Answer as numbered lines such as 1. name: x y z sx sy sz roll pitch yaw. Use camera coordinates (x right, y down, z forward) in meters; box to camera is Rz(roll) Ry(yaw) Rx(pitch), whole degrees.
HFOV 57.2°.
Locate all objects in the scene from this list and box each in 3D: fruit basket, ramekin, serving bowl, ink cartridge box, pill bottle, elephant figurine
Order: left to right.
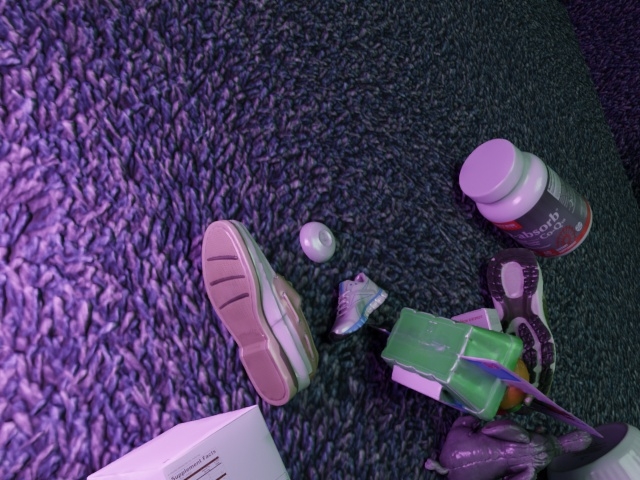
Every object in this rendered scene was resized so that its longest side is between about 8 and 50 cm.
1. serving bowl: 0.000 0.000 1.133 0.083 0.027 0.083 22 56 -36
2. fruit basket: 0.298 0.269 1.109 0.353 0.327 0.165 40 74 -29
3. ink cartridge box: 0.361 0.229 1.324 0.056 0.099 0.135 6 67 -43
4. elephant figurine: 0.364 0.408 1.135 0.169 0.239 0.186 51 45 -16
5. pill bottle: 0.557 -0.113 1.602 0.363 0.210 0.210 29 52 -31
6. ramekin: 0.652 0.531 1.355 0.273 0.273 0.127 -22 75 -48

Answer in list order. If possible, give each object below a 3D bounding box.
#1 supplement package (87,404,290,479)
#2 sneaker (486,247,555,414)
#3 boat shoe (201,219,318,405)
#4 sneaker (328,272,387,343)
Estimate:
1. supplement package: -0.140 0.335 0.709 0.149 0.194 0.203 -21 87 -48
2. sneaker: 0.514 0.231 1.458 0.182 0.158 0.410 40 50 -48
3. boat shoe: -0.094 0.104 0.939 0.103 0.113 0.302 -27 101 -49
4. sneaker: 0.054 0.122 1.107 0.083 0.071 0.191 52 35 -3
